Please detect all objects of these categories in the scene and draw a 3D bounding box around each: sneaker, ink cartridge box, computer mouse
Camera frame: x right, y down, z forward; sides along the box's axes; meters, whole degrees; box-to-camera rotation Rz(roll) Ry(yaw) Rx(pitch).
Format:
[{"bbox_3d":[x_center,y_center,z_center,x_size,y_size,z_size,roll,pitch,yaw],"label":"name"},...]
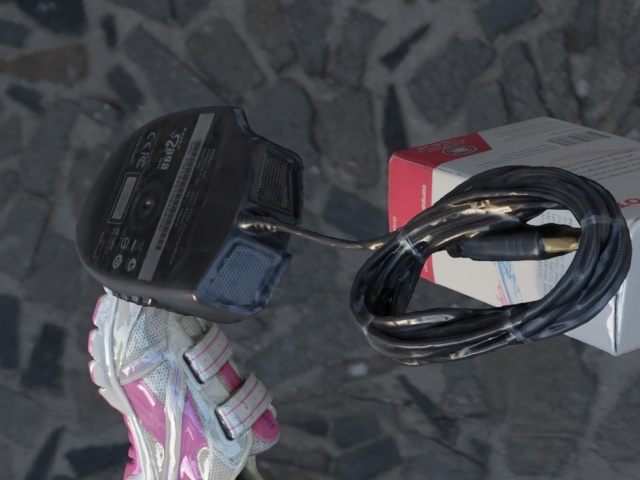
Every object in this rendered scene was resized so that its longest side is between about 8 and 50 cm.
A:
[{"bbox_3d":[-0.084,0.107,0.992,0.111,0.103,0.252,-1,114,17],"label":"sneaker"},{"bbox_3d":[0.244,-0.016,1.357,0.306,0.226,0.131,25,121,49],"label":"ink cartridge box"},{"bbox_3d":[0.000,0.000,0.436,0.242,0.041,0.071,10,75,51],"label":"computer mouse"}]
